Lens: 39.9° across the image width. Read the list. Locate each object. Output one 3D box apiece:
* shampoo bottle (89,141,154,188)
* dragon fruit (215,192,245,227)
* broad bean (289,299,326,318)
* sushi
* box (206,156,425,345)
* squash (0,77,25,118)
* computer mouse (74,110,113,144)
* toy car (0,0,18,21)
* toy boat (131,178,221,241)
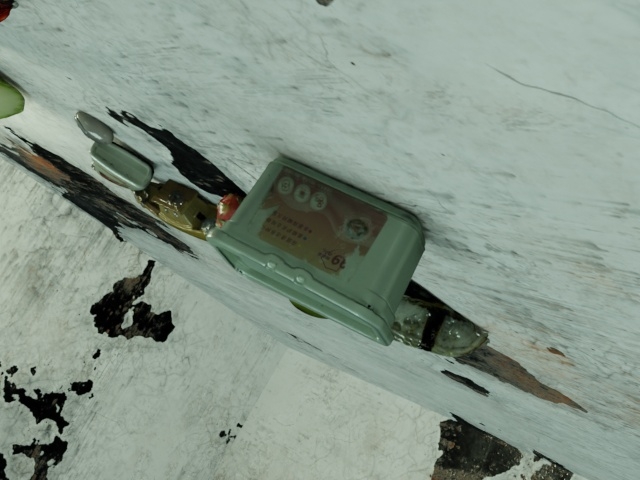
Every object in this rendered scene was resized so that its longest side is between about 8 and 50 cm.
[{"bbox_3d":[-0.482,-0.170,2.067,0.153,0.071,0.284,31,168,-18],"label":"shampoo bottle"},{"bbox_3d":[-0.160,-0.049,1.786,0.116,0.081,0.086,27,157,16],"label":"dragon fruit"},{"bbox_3d":[0.018,0.102,1.888,0.189,0.121,0.263,28,167,-8],"label":"broad bean"},{"bbox_3d":[0.211,0.180,1.764,0.273,0.109,0.134,33,169,-18],"label":"sushi"},{"bbox_3d":[0.005,0.007,1.364,0.312,0.182,0.175,25,167,20],"label":"box"},{"bbox_3d":[-0.826,-0.328,1.967,0.260,0.189,0.189,35,168,0],"label":"squash"},{"bbox_3d":[-0.488,-0.236,1.887,0.096,0.039,0.066,30,168,2],"label":"computer mouse"},{"bbox_3d":[-0.540,-0.360,1.318,0.112,0.112,0.139,17,163,50],"label":"toy car"},{"bbox_3d":[-0.325,-0.076,2.052,0.321,0.089,0.121,24,161,33],"label":"toy boat"}]
